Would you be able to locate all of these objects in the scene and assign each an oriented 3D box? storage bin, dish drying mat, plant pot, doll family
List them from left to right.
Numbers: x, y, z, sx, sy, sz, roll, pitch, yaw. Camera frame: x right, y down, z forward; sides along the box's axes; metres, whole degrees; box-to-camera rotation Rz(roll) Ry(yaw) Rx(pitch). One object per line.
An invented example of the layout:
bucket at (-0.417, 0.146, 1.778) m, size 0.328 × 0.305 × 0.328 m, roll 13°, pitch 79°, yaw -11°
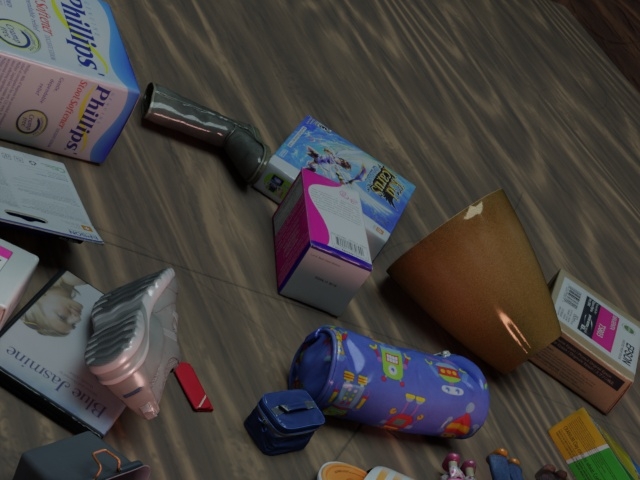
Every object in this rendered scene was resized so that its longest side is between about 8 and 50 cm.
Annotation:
storage bin at (-0.269, 0.262, 1.493) m, size 0.091 × 0.098 × 0.135 m, roll 36°, pitch 26°, yaw 25°
dish drying mat at (-0.169, 0.192, 1.786) m, size 0.032 × 0.008 × 0.083 m, roll 6°, pitch 39°, yaw -40°
plant pot at (0.275, 0.085, 2.229) m, size 0.254 × 0.237 × 0.237 m, roll 55°, pitch 32°, yaw 9°
doll family at (0.288, 0.371, 1.874) m, size 0.263 × 0.118 × 0.163 m, roll 24°, pitch 30°, yaw -18°

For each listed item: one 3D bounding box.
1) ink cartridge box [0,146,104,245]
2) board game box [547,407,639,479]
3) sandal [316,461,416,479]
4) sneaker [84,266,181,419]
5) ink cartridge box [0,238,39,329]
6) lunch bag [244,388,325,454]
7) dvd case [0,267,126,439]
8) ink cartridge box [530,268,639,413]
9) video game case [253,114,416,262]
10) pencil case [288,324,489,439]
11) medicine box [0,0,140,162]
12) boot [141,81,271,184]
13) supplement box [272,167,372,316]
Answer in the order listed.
ink cartridge box at (-0.425, -0.059, 1.834) m, size 0.223 × 0.045 × 0.224 m, roll 15°, pitch 25°, yaw -34°
board game box at (0.460, 0.401, 1.933) m, size 0.316 × 0.064 × 0.242 m, roll 43°, pitch 14°, yaw -47°
sandal at (0.121, 0.355, 1.768) m, size 0.265 × 0.076 × 0.102 m, roll 34°, pitch 28°, yaw -1°
sneaker at (-0.229, 0.129, 1.716) m, size 0.115 × 0.105 × 0.281 m, roll 63°, pitch 16°, yaw -20°
ink cartridge box at (-0.501, 0.038, 1.600) m, size 0.275 × 0.060 × 0.239 m, roll 26°, pitch 28°, yaw -5°
lunch bag at (-0.048, 0.235, 1.786) m, size 0.098 × 0.065 × 0.067 m, roll -2°, pitch 45°, yaw -49°
dvd case at (-0.305, 0.140, 1.709) m, size 0.180 × 0.022 × 0.253 m, roll 34°, pitch 28°, yaw -1°
ink cartridge box at (0.467, 0.173, 2.406) m, size 0.193 × 0.088 × 0.235 m, roll 34°, pitch 27°, yaw 2°
video game case at (0.032, -0.096, 2.392) m, size 0.244 × 0.061 × 0.269 m, roll 35°, pitch 28°, yaw -1°
pencil case at (0.101, 0.202, 1.937) m, size 0.306 × 0.119 × 0.133 m, roll 15°, pitch 58°, yaw -32°
medicine box at (-0.454, -0.280, 2.070) m, size 0.289 × 0.149 × 0.263 m, roll 13°, pitch 35°, yaw -33°
boot at (-0.195, -0.184, 2.274) m, size 0.208 × 0.076 × 0.190 m, roll 28°, pitch 14°, yaw -26°
supplement box at (0.000, 0.000, 2.154) m, size 0.111 × 0.114 × 0.220 m, roll 23°, pitch 31°, yaw -19°
